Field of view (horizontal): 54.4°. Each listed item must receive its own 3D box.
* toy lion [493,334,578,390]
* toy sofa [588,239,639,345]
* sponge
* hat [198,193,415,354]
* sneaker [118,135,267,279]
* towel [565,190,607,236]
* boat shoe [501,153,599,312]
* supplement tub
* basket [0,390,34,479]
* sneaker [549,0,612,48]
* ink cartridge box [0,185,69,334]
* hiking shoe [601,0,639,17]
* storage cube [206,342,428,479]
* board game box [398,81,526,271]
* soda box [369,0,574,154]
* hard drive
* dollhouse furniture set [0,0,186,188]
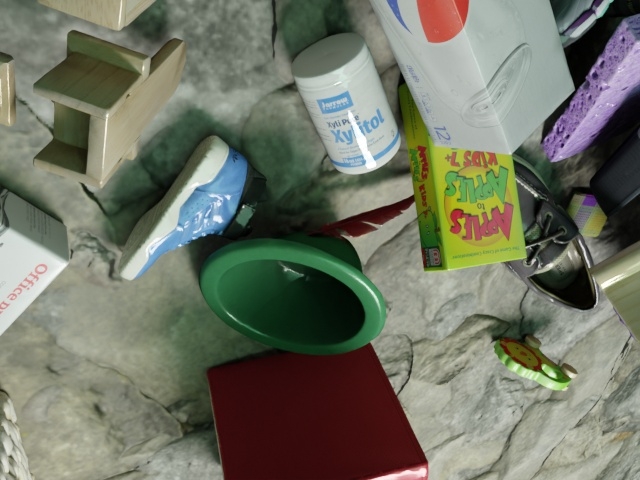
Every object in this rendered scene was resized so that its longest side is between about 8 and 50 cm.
[{"bbox_3d":[0.290,0.169,0.857,0.096,0.100,0.034,-2,125,-47],"label":"toy lion"},{"bbox_3d":[0.444,0.060,0.782,0.150,0.177,0.362,-34,151,19],"label":"toy sofa"},{"bbox_3d":[0.311,-0.158,0.629,0.117,0.031,0.210,-23,161,-10],"label":"sponge"},{"bbox_3d":[0.000,0.000,0.650,0.208,0.183,0.173,20,140,-8],"label":"hat"},{"bbox_3d":[-0.109,-0.012,0.564,0.084,0.058,0.152,35,94,-29],"label":"sneaker"},{"bbox_3d":[0.343,-0.033,0.805,0.083,0.009,0.060,4,119,-27],"label":"towel"},{"bbox_3d":[0.250,-0.003,0.723,0.103,0.092,0.285,-42,128,11],"label":"boat shoe"},{"bbox_3d":[0.025,-0.119,0.553,0.071,0.071,0.107,-32,129,-4],"label":"supplement tub"},{"bbox_3d":[-0.385,0.350,0.498,0.331,0.266,0.328,-13,114,-21],"label":"basket"},{"bbox_3d":[0.223,-0.269,0.545,0.098,0.083,0.224,39,80,-28],"label":"sneaker"},{"bbox_3d":[-0.290,0.003,0.481,0.109,0.063,0.150,-45,129,6],"label":"ink cartridge box"},{"bbox_3d":[0.365,-0.274,0.590,0.227,0.114,0.086,-35,127,-2],"label":"hiking shoe"},{"bbox_3d":[-0.012,0.248,0.689,0.193,0.215,0.184,-10,125,-13],"label":"storage cube"},{"bbox_3d":[0.137,-0.066,0.600,0.092,0.043,0.181,-7,89,-23],"label":"board game box"},{"bbox_3d":[0.095,-0.209,0.474,0.098,0.091,0.286,-42,121,-19],"label":"soda box"},{"bbox_3d":[0.400,-0.147,0.665,0.254,0.054,0.172,-43,166,-11],"label":"hard drive"},{"bbox_3d":[-0.249,-0.241,0.361,0.355,0.174,0.303,18,128,-3],"label":"dollhouse furniture set"}]
